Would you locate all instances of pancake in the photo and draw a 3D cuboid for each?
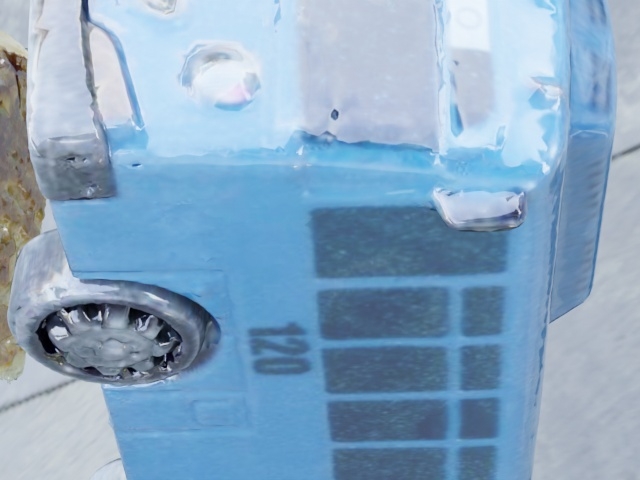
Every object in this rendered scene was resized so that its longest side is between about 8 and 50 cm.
[{"bbox_3d":[-0.224,-0.021,1.102,0.057,0.266,0.244,2,113,27],"label":"pancake"}]

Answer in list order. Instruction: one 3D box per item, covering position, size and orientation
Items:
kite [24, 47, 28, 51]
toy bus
[{"bbox_3d":[-0.080,-0.139,1.360,0.368,0.406,0.014,-15,58,-31],"label":"kite"},{"bbox_3d":[0.000,0.000,0.493,0.133,0.234,0.116,0,57,2],"label":"toy bus"}]
